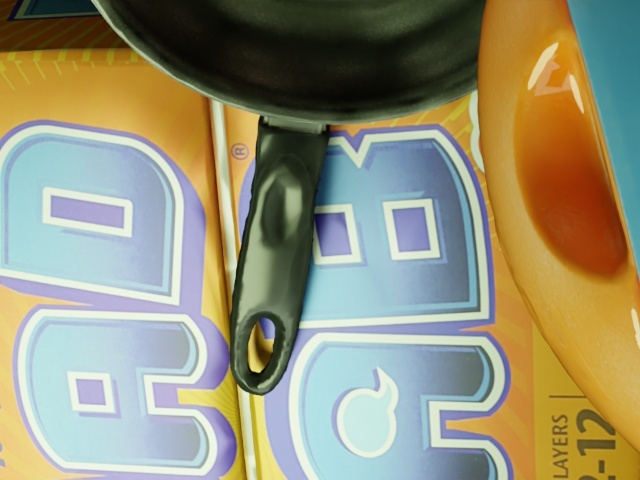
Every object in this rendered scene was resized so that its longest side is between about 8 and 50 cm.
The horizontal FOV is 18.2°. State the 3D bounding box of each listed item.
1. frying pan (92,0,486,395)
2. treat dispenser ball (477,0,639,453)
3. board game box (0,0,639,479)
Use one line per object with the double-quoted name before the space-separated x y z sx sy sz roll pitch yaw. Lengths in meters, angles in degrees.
"frying pan" 0.019 -0.080 0.768 0.197 0.326 0.053 -10 -139 12
"treat dispenser ball" 0.189 -0.044 0.564 0.288 0.288 0.288 0 -175 0
"board game box" 0.000 0.000 1.046 0.356 0.356 0.356 1 -153 11
